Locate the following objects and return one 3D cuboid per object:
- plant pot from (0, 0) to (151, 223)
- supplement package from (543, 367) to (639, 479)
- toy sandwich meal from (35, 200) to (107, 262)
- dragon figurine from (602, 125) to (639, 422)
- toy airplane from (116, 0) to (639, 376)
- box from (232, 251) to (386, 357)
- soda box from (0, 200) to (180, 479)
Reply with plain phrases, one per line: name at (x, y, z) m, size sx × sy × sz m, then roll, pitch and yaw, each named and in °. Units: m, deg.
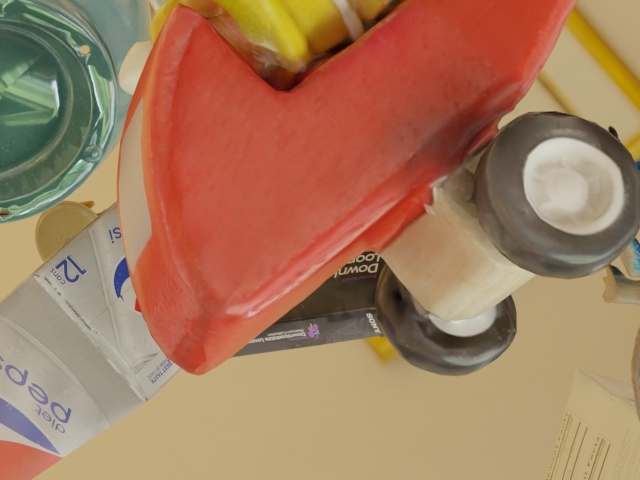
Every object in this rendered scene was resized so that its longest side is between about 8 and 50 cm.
plant pot at (-0.248, -0.129, 1.273) m, size 0.293 × 0.293 × 0.196 m, roll 42°, pitch -172°, yaw -34°
supplement package at (0.276, 0.199, 1.389) m, size 0.139 × 0.134 × 0.244 m, roll 15°, pitch -176°, yaw -9°
toy sandwich meal at (-0.220, -0.002, 1.620) m, size 0.085 × 0.085 × 0.029 m, roll 49°, pitch -154°, yaw 1°
dragon figurine at (0.265, -0.003, 1.195) m, size 0.085 × 0.144 × 0.289 m, roll 88°, pitch -176°, yaw -50°
toy airplane at (0.038, -0.168, 0.726) m, size 0.272 × 0.386 × 0.384 m, roll 29°, pitch -161°, yaw -3°
box at (0.000, 0.000, 1.092) m, size 0.162 × 0.116 × 0.029 m, roll -77°, pitch -32°, yaw -43°
soda box at (-0.163, 0.076, 1.025) m, size 0.091 × 0.286 × 0.098 m, roll 49°, pitch -130°, yaw -5°
